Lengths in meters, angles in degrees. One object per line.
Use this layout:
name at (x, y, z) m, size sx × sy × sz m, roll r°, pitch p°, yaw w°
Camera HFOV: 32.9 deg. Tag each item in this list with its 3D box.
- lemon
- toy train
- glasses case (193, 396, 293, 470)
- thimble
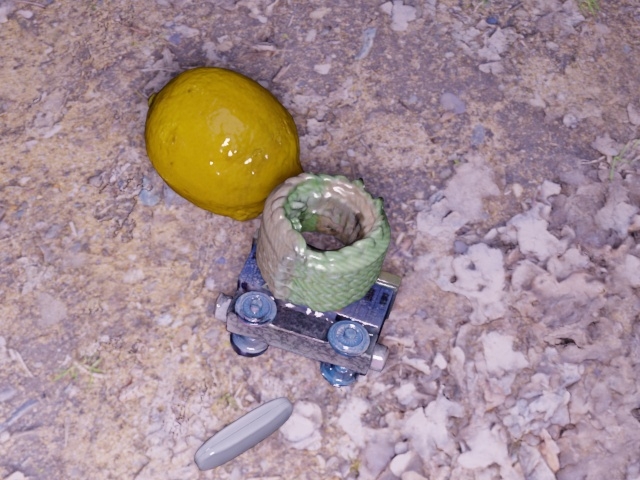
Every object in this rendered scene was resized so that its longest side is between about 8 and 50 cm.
lemon at (-0.168, -0.171, 1.906) m, size 0.320 × 0.245 × 0.245 m, roll 33°, pitch 61°, yaw 8°
toy train at (-0.018, 0.116, 1.817) m, size 0.300 × 0.131 × 0.202 m, roll 19°, pitch 51°, yaw 5°
glasses case at (-0.121, 0.306, 1.718) m, size 0.178 × 0.067 × 0.045 m, roll -30°, pitch 68°, yaw -21°
thimble at (0.000, 0.000, 1.734) m, size 0.219 × 0.150 × 0.219 m, roll 6°, pitch 49°, yaw -6°
